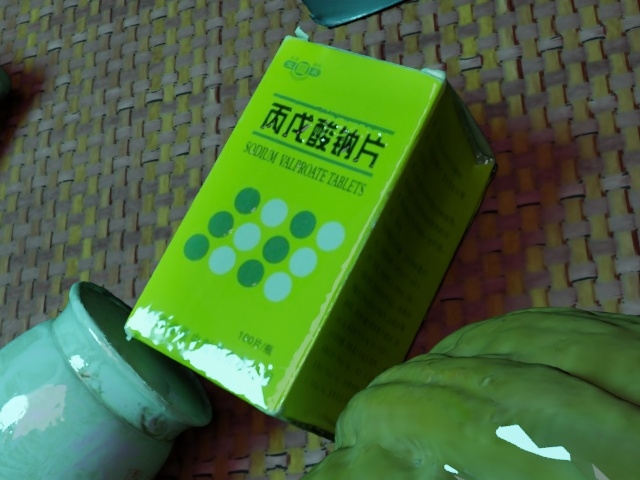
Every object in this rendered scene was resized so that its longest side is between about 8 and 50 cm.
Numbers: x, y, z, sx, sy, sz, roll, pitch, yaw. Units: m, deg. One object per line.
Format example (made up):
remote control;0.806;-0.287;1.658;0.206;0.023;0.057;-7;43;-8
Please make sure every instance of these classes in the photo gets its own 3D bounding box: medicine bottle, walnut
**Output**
medicine bottle;0.000;0.000;0.629;0.137;0.141;0.250;22;80;33
medicine bottle;-0.171;0.123;0.654;0.143;0.147;0.147;-43;59;0
walnut;0.128;0.177;0.418;0.333;0.333;0.333;-9;66;22

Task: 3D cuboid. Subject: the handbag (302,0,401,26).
handbag;0.066;-0.256;0.697;0.221;0.144;0.057;-14;63;21

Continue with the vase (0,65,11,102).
vase;-0.411;-0.052;0.845;0.143;0.143;0.299;15;75;29
